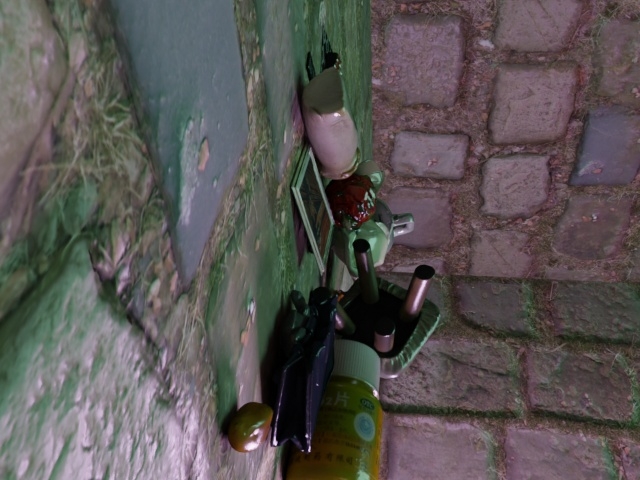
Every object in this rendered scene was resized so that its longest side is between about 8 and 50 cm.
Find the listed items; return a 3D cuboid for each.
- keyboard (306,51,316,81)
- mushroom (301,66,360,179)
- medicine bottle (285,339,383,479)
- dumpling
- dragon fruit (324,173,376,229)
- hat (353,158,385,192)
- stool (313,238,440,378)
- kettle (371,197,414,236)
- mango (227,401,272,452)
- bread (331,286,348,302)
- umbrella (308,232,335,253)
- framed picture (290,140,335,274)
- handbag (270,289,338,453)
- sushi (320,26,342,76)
[{"bbox_3d":[-0.019,-0.422,1.586,0.155,0.010,0.053,71,21,-66],"label":"keyboard"},{"bbox_3d":[0.028,-0.286,1.535,0.154,0.137,0.407,63,-4,16],"label":"mushroom"},{"bbox_3d":[0.047,0.462,1.550,0.224,0.224,0.384,83,13,-45],"label":"medicine bottle"},{"bbox_3d":[0.121,0.039,2.046,0.318,0.187,0.243,-23,120,-58],"label":"dumpling"},{"bbox_3d":[0.085,-0.119,1.816,0.188,0.182,0.182,15,77,-85],"label":"dragon fruit"},{"bbox_3d":[0.143,-0.214,2.224,0.173,0.166,0.144,-20,101,-71],"label":"hat"},{"bbox_3d":[0.167,0.196,1.788,0.310,0.310,0.226,-49,149,-29],"label":"stool"},{"bbox_3d":[0.205,-0.057,2.341,0.265,0.205,0.318,-42,166,-1],"label":"kettle"},{"bbox_3d":[-0.116,0.303,0.991,0.114,0.060,0.080,56,53,-79],"label":"mango"},{"bbox_3d":[0.147,0.288,2.051,0.225,0.278,0.250,115,-21,-80],"label":"bread"},{"bbox_3d":[0.000,0.000,1.681,0.235,0.059,0.066,-17,88,-79],"label":"umbrella"},{"bbox_3d":[-0.012,-0.082,1.529,0.216,0.016,0.273,-78,155,-50],"label":"framed picture"},{"bbox_3d":[-0.035,0.262,1.331,0.326,0.118,0.269,-69,166,-67],"label":"handbag"},{"bbox_3d":[0.041,-0.493,1.831,0.219,0.047,0.231,25,68,-81],"label":"sushi"}]
